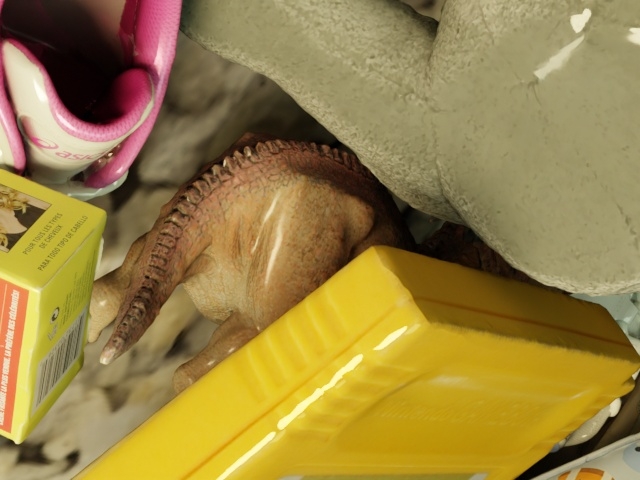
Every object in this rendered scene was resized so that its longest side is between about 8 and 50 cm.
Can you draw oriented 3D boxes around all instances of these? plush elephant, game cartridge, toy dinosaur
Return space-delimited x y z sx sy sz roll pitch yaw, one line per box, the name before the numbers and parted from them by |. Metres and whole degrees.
plush elephant | 0.158 -0.102 0.679 0.272 0.330 0.255 -40 180 41
game cartridge | -0.020 0.129 0.731 0.323 0.053 0.285 -38 157 20
toy dinosaur | 0.000 0.000 0.755 0.200 0.127 0.295 -49 150 18

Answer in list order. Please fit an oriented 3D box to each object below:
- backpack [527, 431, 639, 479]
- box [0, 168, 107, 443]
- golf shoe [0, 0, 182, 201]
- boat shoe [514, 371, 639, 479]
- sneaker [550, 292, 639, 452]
backpack | 0.200 0.234 0.862 0.276 0.263 0.213 -22 153 -12
box | -0.202 -0.009 0.620 0.232 0.058 0.087 23 128 8
golf shoe | -0.132 -0.050 0.660 0.115 0.140 0.306 -1 132 -28
boat shoe | 0.117 0.177 1.033 0.302 0.109 0.098 -40 131 4
sneaker | 0.143 0.051 0.906 0.297 0.129 0.111 -36 135 6
